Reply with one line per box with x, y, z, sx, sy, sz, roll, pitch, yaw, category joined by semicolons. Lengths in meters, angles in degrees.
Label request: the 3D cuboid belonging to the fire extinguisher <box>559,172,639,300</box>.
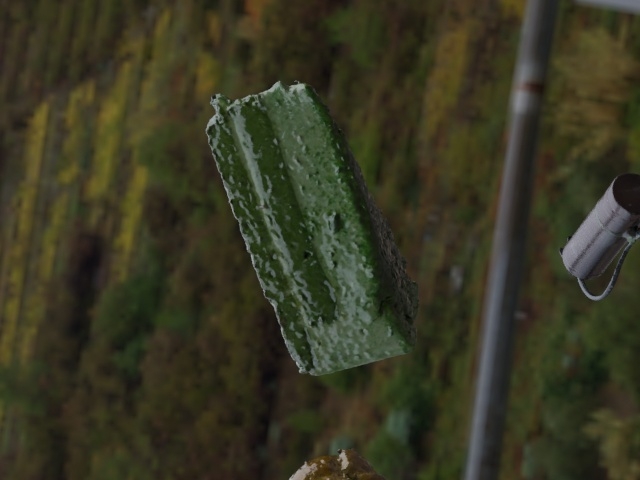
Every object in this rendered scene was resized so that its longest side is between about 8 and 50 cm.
0.255;0.003;1.547;0.157;0.045;0.078;117;144;-57;fire extinguisher

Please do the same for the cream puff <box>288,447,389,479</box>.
0.018;0.304;1.801;0.150;0.115;0.165;-48;-36;-4;cream puff

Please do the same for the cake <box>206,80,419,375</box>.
-0.006;-0.005;1.290;0.099;0.100;0.235;-90;-21;-48;cake
